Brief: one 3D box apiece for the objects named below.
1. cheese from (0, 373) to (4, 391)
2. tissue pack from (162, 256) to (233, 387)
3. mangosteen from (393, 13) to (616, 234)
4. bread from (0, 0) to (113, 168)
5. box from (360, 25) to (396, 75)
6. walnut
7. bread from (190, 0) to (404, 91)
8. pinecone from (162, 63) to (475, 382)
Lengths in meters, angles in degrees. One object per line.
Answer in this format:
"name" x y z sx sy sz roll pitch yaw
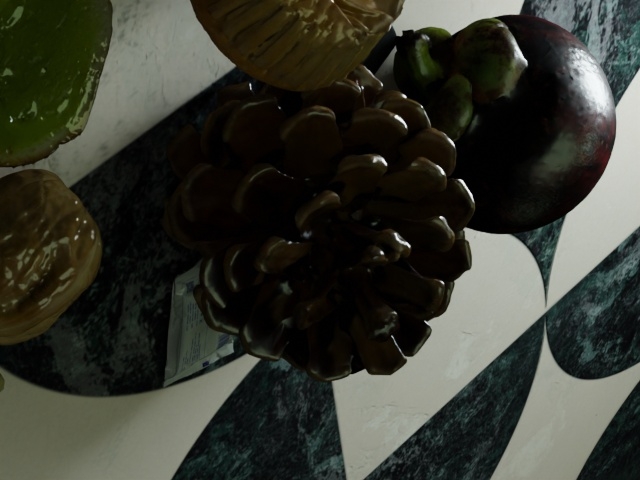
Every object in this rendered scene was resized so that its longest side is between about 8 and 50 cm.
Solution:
"cheese" -0.383 0.182 1.769 0.083 0.030 0.044 -55 170 -9
"tissue pack" -0.146 0.092 2.007 0.122 0.026 0.193 -28 139 -38
"mangosteen" 0.231 -0.157 2.049 0.311 0.311 0.311 -34 143 -31
"bread" -0.294 -0.177 1.510 0.236 0.070 0.236 -35 142 -32
"box" 0.041 -0.233 1.953 0.125 0.027 0.126 -53 149 -4
"walnut" -0.308 0.021 1.598 0.184 0.155 0.155 -46 148 -11
"bread" -0.028 -0.272 1.642 0.240 0.139 0.240 8 75 -33
"pinecone" 0.000 0.000 1.747 0.384 0.384 0.384 -34 143 -31
